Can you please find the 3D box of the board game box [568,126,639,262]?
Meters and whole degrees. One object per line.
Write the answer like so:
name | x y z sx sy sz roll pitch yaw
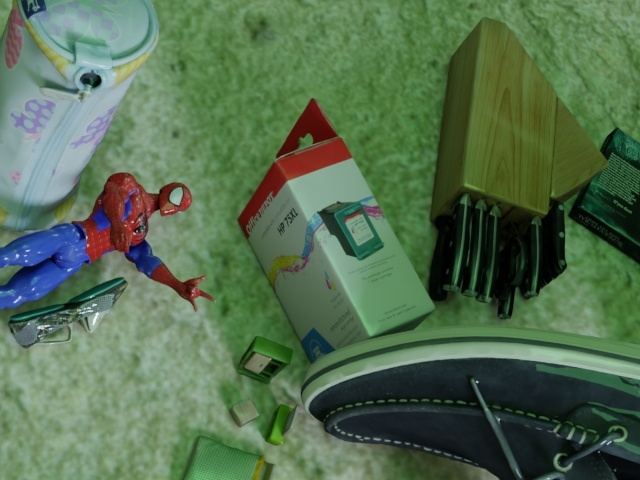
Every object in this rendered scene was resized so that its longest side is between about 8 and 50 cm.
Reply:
board game box | 0.373 -0.026 1.466 0.186 0.026 0.126 34 59 -3

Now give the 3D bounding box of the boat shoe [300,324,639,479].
boat shoe | 0.222 0.178 1.136 0.500 0.187 0.156 8 67 10

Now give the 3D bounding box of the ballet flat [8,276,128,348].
ballet flat | -0.220 0.068 1.194 0.114 0.041 0.041 -21 75 -27

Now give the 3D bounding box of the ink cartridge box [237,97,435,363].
ink cartridge box | 0.000 0.000 1.249 0.078 0.134 0.231 -21 74 -27

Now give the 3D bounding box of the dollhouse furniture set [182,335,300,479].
dollhouse furniture set | -0.064 0.167 1.189 0.076 0.058 0.152 23 60 -9

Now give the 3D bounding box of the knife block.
knife block | 0.158 -0.064 1.366 0.242 0.088 0.276 -29 79 -30

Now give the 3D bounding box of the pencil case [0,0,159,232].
pencil case | -0.227 -0.116 1.139 0.113 0.273 0.124 -7 65 -31

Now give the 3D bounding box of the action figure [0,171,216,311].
action figure | -0.204 0.027 1.139 0.280 0.091 0.139 -31 46 -32
